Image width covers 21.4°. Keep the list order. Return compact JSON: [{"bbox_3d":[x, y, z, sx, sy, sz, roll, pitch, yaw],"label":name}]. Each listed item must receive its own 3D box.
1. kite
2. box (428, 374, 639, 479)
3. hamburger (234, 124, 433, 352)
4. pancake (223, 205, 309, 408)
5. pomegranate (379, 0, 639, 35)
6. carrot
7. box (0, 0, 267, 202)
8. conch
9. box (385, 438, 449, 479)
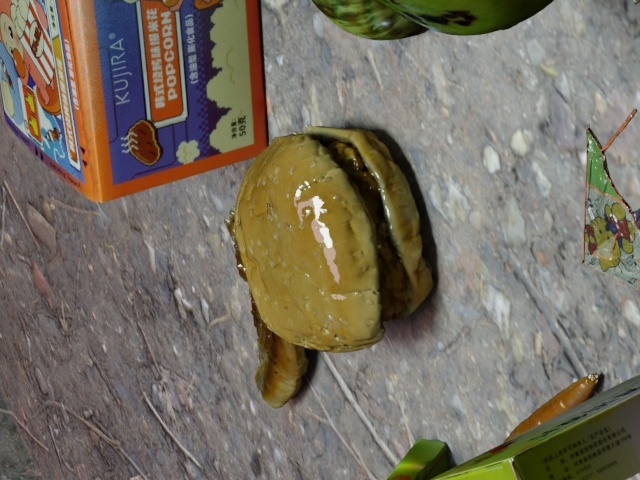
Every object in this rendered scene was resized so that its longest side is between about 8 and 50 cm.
[{"bbox_3d":[0.286,-0.026,1.497,0.198,0.006,0.244,64,153,17],"label":"kite"},{"bbox_3d":[0.233,0.173,1.440,0.062,0.260,0.175,66,154,5],"label":"box"},{"bbox_3d":[0.001,0.001,1.922,0.259,0.144,0.283,69,159,0],"label":"hamburger"},{"bbox_3d":[-0.081,0.075,2.219,0.244,0.057,0.266,60,152,24],"label":"pancake"},{"bbox_3d":[0.137,-0.273,1.345,0.323,0.291,0.291,56,151,11],"label":"pomegranate"},{"bbox_3d":[0.229,0.187,1.709,0.048,0.048,0.216,60,146,23],"label":"carrot"},{"bbox_3d":[-0.257,-0.282,2.110,0.318,0.257,0.349,40,140,49],"label":"box"},{"bbox_3d":[0.029,-0.292,1.698,0.181,0.124,0.187,61,160,28],"label":"conch"},{"bbox_3d":[0.109,0.404,1.940,0.043,0.173,0.311,4,115,26],"label":"box"}]
